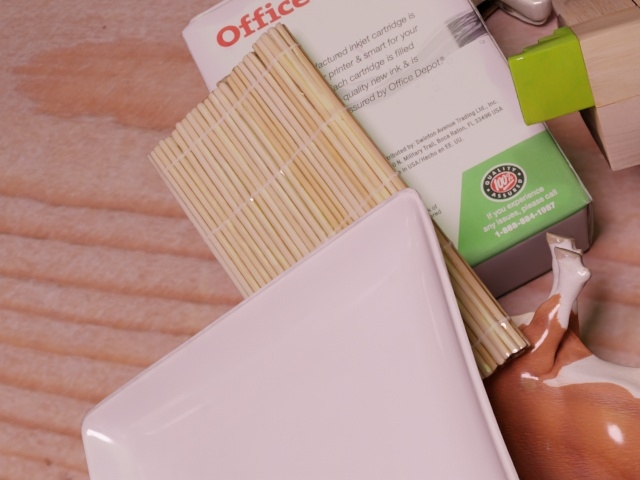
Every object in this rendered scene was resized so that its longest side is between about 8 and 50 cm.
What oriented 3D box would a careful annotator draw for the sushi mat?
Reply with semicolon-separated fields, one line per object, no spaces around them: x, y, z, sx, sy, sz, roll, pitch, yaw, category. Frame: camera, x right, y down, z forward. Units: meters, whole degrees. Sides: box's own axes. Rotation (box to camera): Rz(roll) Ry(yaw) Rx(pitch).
0.000;0.000;0.952;0.151;0.019;0.316;-46;64;20;sushi mat

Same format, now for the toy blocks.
0.321;-0.174;0.994;0.381;0.190;0.261;-17;20;7;toy blocks

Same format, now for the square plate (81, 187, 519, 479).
-0.005;0.196;0.868;0.344;0.049;0.347;-35;57;29;square plate

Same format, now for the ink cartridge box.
0.051;-0.082;1.048;0.211;0.121;0.289;-28;69;3;ink cartridge box

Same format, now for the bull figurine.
0.180;0.107;0.896;0.310;0.101;0.188;21;102;27;bull figurine

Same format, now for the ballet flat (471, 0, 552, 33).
0.124;-0.205;1.186;0.124;0.116;0.342;39;79;27;ballet flat
